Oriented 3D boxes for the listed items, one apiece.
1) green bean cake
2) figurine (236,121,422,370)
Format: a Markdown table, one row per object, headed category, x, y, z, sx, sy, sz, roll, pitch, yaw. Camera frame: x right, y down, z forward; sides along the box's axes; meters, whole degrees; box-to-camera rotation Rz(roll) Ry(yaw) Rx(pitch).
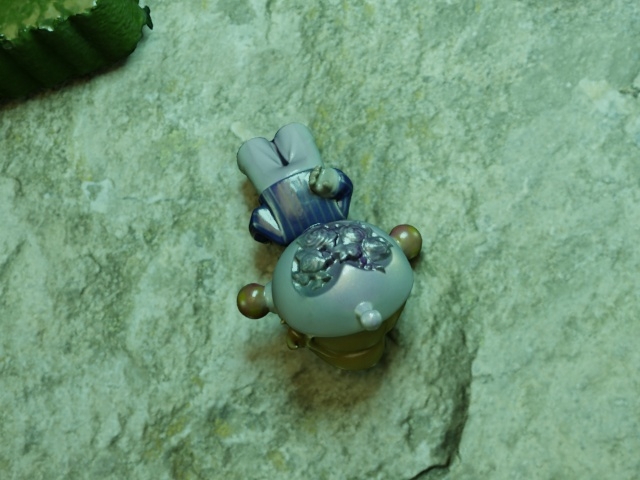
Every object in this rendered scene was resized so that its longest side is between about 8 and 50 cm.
| category | x | y | z | sx | sy | sz | roll | pitch | yaw |
| --- | --- | --- | --- | --- | --- | --- | --- | --- | --- |
| green bean cake | -0.340 | -0.303 | 1.714 | 0.246 | 0.156 | 0.250 | -19 | 70 | 8 |
| figurine | 0.009 | -0.006 | 1.567 | 0.193 | 0.133 | 0.274 | -2 | 59 | 1 |
